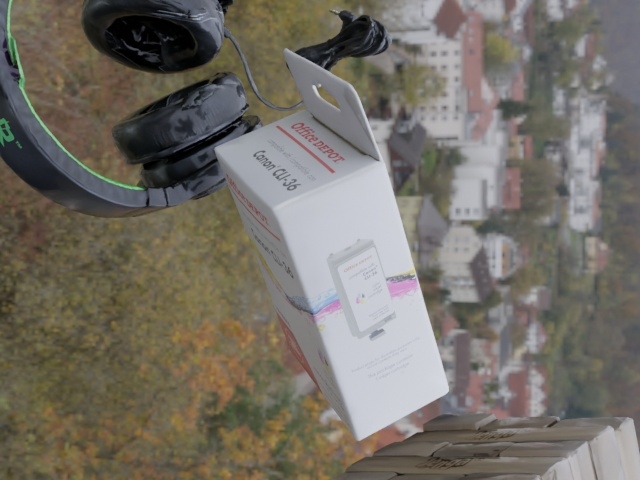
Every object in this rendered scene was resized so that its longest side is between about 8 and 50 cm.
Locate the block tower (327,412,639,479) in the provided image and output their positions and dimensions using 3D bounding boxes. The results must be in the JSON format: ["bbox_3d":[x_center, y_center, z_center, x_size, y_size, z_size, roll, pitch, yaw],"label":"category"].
[{"bbox_3d":[-0.006,0.136,0.257,0.335,0.091,0.097,-11,90,-48],"label":"block tower"}]

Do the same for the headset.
[{"bbox_3d":[-0.108,-0.157,0.802,0.394,0.185,0.243,-14,91,-53],"label":"headset"}]

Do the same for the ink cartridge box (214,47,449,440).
[{"bbox_3d":[0.000,0.000,0.531,0.115,0.067,0.198,43,-25,60],"label":"ink cartridge box"}]
